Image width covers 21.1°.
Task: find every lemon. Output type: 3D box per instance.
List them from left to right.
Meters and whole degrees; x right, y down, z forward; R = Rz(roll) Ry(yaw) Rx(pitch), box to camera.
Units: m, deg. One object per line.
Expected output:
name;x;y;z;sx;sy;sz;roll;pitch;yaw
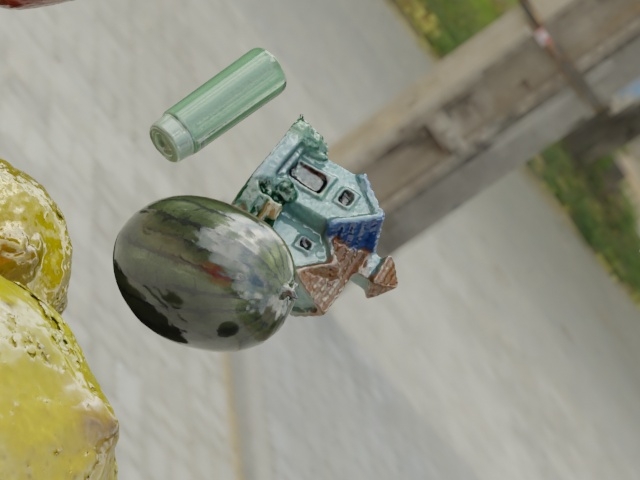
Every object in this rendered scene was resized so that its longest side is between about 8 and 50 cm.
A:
lemon;-0.272;0.145;1.069;0.258;0.310;0.258;-23;90;-84
lemon;-0.304;0.020;1.409;0.192;0.231;0.192;2;86;-37

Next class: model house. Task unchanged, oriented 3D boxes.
model house;0.000;0.000;1.468;0.148;0.119;0.148;30;56;7

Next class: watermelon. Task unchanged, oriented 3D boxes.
watermelon;-0.058;0.017;0.871;0.110;0.078;0.078;17;-15;42

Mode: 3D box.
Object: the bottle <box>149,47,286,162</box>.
bottle;-0.058;-0.076;0.972;0.030;0.083;0.030;39;-29;26

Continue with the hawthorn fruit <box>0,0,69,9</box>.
hawthorn fruit;-0.181;-0.255;1.207;0.185;0.202;0.185;174;-90;-77
